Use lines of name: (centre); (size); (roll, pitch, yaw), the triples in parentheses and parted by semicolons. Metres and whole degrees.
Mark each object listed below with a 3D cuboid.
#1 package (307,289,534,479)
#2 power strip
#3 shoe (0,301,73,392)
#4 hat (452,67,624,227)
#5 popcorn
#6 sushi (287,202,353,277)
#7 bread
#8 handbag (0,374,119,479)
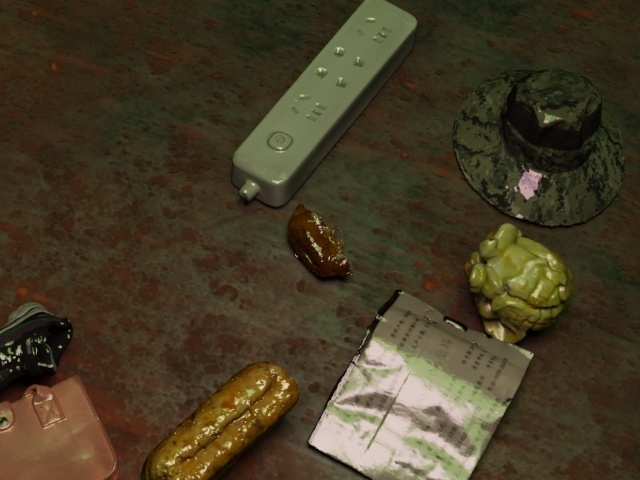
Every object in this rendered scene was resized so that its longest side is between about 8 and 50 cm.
package: (0.127, 0.193, 2.011); (0.204, 0.062, 0.251); (27, 63, 10)
power strip: (0.002, -0.190, 2.221); (0.091, 0.062, 0.385); (30, 60, 14)
shoe: (-0.355, 0.139, 1.946); (0.099, 0.071, 0.169); (9, 36, 31)
hat: (0.313, -0.162, 2.208); (0.266, 0.128, 0.265); (4, 56, -6)
popcorn: (0.257, 0.051, 2.070); (0.136, 0.162, 0.141); (-4, 11, 24)
sushi: (-0.001, 0.002, 2.114); (0.060, 0.061, 0.118); (-28, 86, -30)
bread: (-0.122, 0.232, 1.930); (0.083, 0.114, 0.211); (47, 63, 1)
handbag: (-0.359, 0.260, 1.911); (0.212, 0.059, 0.157); (-21, 65, -17)
